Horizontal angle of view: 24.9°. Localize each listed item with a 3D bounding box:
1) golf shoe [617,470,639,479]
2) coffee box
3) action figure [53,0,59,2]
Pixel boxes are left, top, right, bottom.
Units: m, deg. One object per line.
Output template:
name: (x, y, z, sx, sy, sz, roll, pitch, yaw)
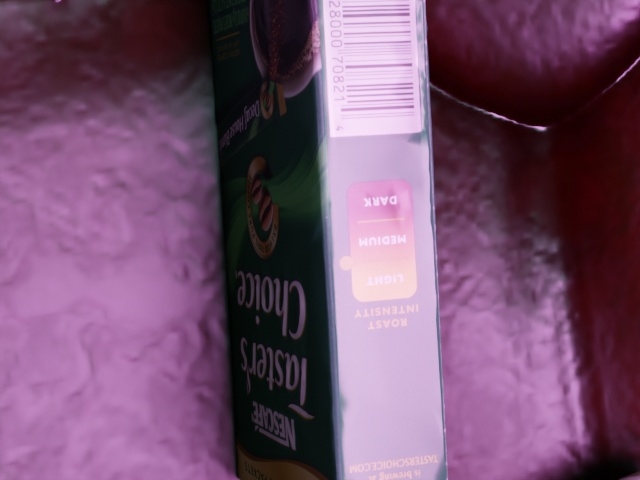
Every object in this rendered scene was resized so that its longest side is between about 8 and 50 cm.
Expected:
golf shoe: (0.185, 0.213, 0.557, 0.306, 0.115, 0.140, 47, 74, -16)
coffee box: (0.000, 0.000, 0.481, 0.040, 0.113, 0.184, -5, 95, -20)
action figure: (-0.150, -0.175, 0.432, 0.285, 0.099, 0.185, 11, 80, -23)
